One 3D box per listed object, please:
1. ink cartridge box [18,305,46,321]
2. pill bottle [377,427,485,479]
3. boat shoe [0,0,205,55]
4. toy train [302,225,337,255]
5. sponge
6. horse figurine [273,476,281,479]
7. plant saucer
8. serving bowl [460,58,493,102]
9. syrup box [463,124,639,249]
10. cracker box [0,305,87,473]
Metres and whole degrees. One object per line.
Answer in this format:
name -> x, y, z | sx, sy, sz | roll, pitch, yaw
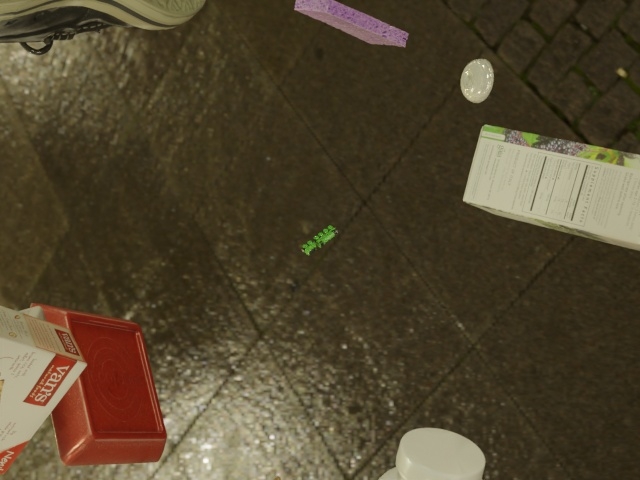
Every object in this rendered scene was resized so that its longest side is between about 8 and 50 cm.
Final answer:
ink cartridge box -> -0.461, 0.181, 1.318 | 0.203, 0.148, 0.086 | -111, 7, -70
pill bottle -> 0.089, 0.264, 0.836 | 0.103, 0.103, 0.184 | 29, 117, 43
boat shoe -> -0.266, -0.280, 0.919 | 0.156, 0.500, 0.186 | -7, 103, 24
toy train -> 0.000, 0.000, 1.814 | 0.024, 0.083, 0.017 | 35, 149, 34
sponge -> 0.061, -0.430, 1.866 | 0.117, 0.210, 0.031 | 23, 97, 52
horse figurine -> -0.020, 0.340, 1.142 | 0.174, 0.263, 0.066 | 17, 96, 36
plant saucer -> -0.342, 0.227, 1.525 | 0.048, 0.258, 0.259 | -24, 70, 18
serving bowl -> 0.290, -0.302, 1.788 | 0.083, 0.027, 0.083 | -5, 84, 61
syrup box -> 0.291, -0.055, 1.056 | 0.237, 0.093, 0.096 | 16, 91, 33
cracker box -> -0.365, 0.129, 0.906 | 0.155, 0.232, 0.067 | -52, 46, 10
